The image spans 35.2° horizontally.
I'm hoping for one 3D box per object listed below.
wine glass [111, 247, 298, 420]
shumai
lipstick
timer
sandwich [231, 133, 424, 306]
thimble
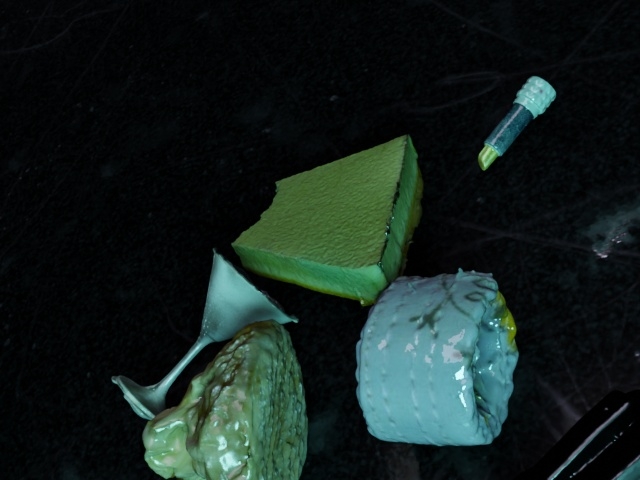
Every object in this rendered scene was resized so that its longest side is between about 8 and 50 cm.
[{"bbox_3d":[-0.127,0.112,1.075,0.183,0.122,0.122,-49,43,-5],"label":"wine glass"},{"bbox_3d":[-0.093,0.182,0.955,0.153,0.161,0.209,-9,68,25],"label":"shumai"},{"bbox_3d":[0.207,-0.125,1.101,0.116,0.037,0.037,-49,43,-5],"label":"lipstick"},{"bbox_3d":[0.194,0.183,0.776,0.187,0.055,0.144,-40,-2,-1],"label":"timer"},{"bbox_3d":[0.000,0.000,1.081,0.212,0.063,0.245,-18,29,25],"label":"sandwich"},{"bbox_3d":[0.103,0.107,0.902,0.118,0.127,0.151,-3,42,30],"label":"thimble"}]
